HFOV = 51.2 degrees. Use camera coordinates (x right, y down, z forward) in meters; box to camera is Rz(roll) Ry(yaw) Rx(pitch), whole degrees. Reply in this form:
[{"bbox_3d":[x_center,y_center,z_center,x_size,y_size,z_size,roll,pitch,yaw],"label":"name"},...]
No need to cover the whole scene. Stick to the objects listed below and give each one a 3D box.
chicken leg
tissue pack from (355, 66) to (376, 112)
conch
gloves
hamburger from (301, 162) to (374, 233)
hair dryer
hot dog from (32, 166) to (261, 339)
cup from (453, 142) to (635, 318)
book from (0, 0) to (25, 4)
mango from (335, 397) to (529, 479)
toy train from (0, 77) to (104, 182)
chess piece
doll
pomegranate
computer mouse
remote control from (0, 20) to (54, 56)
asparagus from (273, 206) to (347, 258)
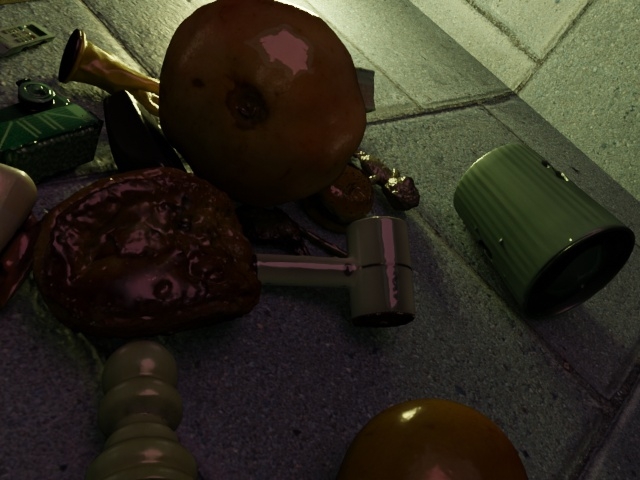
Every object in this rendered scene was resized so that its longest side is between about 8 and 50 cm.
[{"bbox_3d":[-0.081,-0.004,1.358,0.253,0.051,0.106,30,41,-10],"label":"chicken leg"},{"bbox_3d":[-0.045,-0.377,1.671,0.311,0.128,0.228,-6,8,-43],"label":"tissue pack"},{"bbox_3d":[-0.497,0.000,0.971,0.158,0.127,0.255,48,44,-43],"label":"conch"},{"bbox_3d":[-0.403,-0.345,1.454,0.294,0.116,0.133,17,45,-34],"label":"gloves"},{"bbox_3d":[0.051,-0.106,1.532,0.186,0.113,0.177,21,36,-19],"label":"hamburger"},{"bbox_3d":[0.004,0.057,1.284,0.362,0.128,0.203,4,70,-17],"label":"hair dryer"},{"bbox_3d":[-0.247,0.025,1.048,0.388,0.174,0.267,-4,61,-50],"label":"hot dog"},{"bbox_3d":[0.555,-0.002,1.732,0.310,0.401,0.392,-21,52,-12],"label":"cup"},{"bbox_3d":[-0.730,-0.606,1.541,0.161,0.026,0.231,39,35,5],"label":"book"},{"bbox_3d":[0.139,0.412,0.904,0.300,0.232,0.445,40,41,0],"label":"mango"},{"bbox_3d":[-0.513,-0.186,1.152,0.154,0.115,0.269,36,33,10],"label":"toy train"},{"bbox_3d":[-0.237,0.242,0.877,0.144,0.144,0.251,15,33,-27],"label":"chess piece"},{"bbox_3d":[0.147,-0.186,1.744,0.203,0.091,0.286,20,26,-40],"label":"doll"},{"bbox_3d":[-0.116,-0.270,1.292,0.412,0.411,0.411,22,37,-18],"label":"pomegranate"},{"bbox_3d":[-0.323,-0.146,1.248,0.269,0.100,0.170,56,-1,32],"label":"computer mouse"},{"bbox_3d":[-0.636,-0.423,1.403,0.065,0.029,0.166,33,30,-1],"label":"remote control"},{"bbox_3d":[0.000,0.000,1.441,0.248,0.024,0.025,32,28,-3],"label":"asparagus"}]
